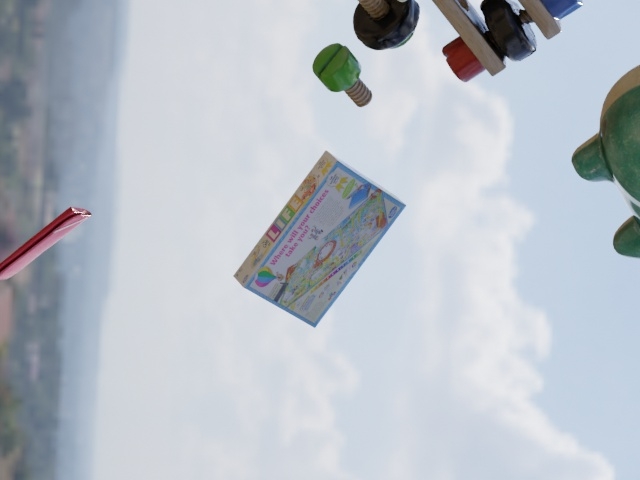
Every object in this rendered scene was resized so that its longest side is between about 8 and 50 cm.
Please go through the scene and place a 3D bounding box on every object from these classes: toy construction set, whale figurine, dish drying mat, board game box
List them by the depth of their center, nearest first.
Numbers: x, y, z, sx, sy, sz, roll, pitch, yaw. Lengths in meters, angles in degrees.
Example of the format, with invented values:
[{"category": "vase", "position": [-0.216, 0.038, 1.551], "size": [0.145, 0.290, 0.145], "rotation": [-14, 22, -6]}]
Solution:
[{"category": "dish drying mat", "position": [-0.206, 0.003, 1.443], "size": [0.008, 0.083, 0.032], "rotation": [56, 15, 13]}, {"category": "toy construction set", "position": [0.115, -0.284, 1.521], "size": [0.237, 0.309, 0.257], "rotation": [45, 50, -43]}, {"category": "whale figurine", "position": [0.349, -0.052, 1.885], "size": [0.272, 0.216, 0.141], "rotation": [95, 0, -50]}, {"category": "board game box", "position": [0.000, 0.000, 1.919], "size": [0.154, 0.103, 0.026], "rotation": [-53, -142, 6]}]
